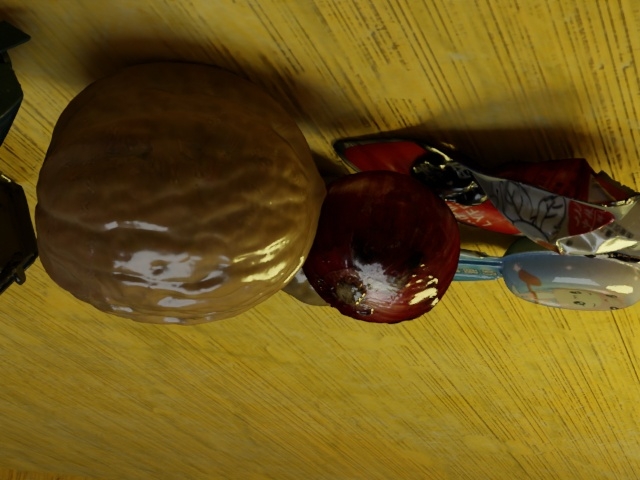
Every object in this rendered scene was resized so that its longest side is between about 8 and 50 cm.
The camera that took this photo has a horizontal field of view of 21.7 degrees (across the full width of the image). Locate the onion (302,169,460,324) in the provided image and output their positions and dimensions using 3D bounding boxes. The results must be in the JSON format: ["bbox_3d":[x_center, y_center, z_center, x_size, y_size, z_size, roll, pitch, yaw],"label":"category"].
[{"bbox_3d":[0.045,0.002,1.285,0.131,0.131,0.131,7,163,2],"label":"onion"}]

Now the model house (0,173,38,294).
[{"bbox_3d":[-0.377,0.001,1.516,0.204,0.211,0.243,50,-169,-2],"label":"model house"}]

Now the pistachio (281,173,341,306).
[{"bbox_3d":[0.000,0.000,1.421,0.126,0.108,0.185,28,176,15],"label":"pistachio"}]

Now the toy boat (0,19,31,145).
[{"bbox_3d":[-0.308,-0.076,1.250,0.114,0.122,0.296,50,150,-2],"label":"toy boat"}]

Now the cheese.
[{"bbox_3d":[0.197,0.027,1.500,0.245,0.052,0.135,3,163,16],"label":"cheese"}]

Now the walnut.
[{"bbox_3d":[-0.101,-0.033,1.223,0.213,0.213,0.213,7,163,2],"label":"walnut"}]

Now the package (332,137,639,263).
[{"bbox_3d":[0.161,-0.031,1.313,0.269,0.071,0.194,17,163,45],"label":"package"}]
